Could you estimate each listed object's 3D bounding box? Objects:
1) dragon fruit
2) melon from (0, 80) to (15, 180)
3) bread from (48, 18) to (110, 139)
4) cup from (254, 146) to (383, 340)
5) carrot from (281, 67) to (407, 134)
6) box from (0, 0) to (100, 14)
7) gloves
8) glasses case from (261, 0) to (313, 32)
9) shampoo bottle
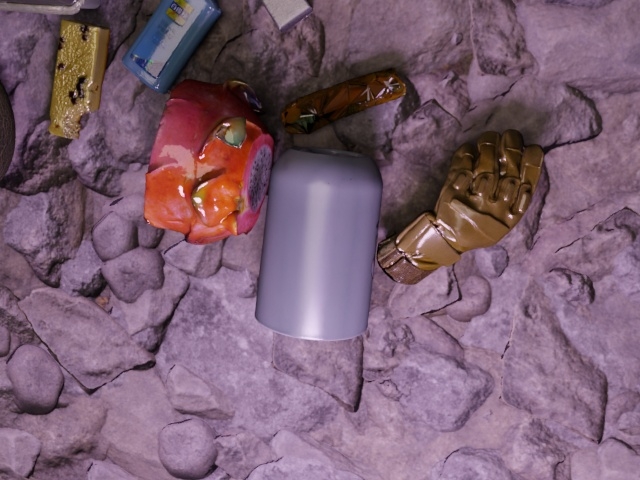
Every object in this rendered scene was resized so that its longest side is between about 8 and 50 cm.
[{"bbox_3d":[-0.174,-0.131,1.101,0.189,0.290,0.291,11,104,3],"label":"dragon fruit"},{"bbox_3d":[-0.702,-0.227,1.201,0.237,0.237,0.302,-2,100,11],"label":"melon"},{"bbox_3d":[-0.466,-0.304,1.236,0.088,0.049,0.226,15,105,7],"label":"bread"},{"bbox_3d":[0.000,0.000,1.129,0.205,0.205,0.312,9,103,9],"label":"cup"},{"bbox_3d":[0.040,-0.248,1.145,0.228,0.069,0.069,-18,98,14],"label":"carrot"},{"bbox_3d":[-0.539,-0.521,1.142,0.290,0.166,0.221,7,104,11],"label":"box"},{"bbox_3d":[0.243,-0.046,1.098,0.154,0.141,0.331,39,115,-21],"label":"gloves"},{"bbox_3d":[-0.096,-0.472,1.128,0.070,0.047,0.205,-32,94,12],"label":"glasses case"},{"bbox_3d":[-0.252,-0.399,1.167,0.104,0.061,0.258,40,106,0],"label":"shampoo bottle"}]
